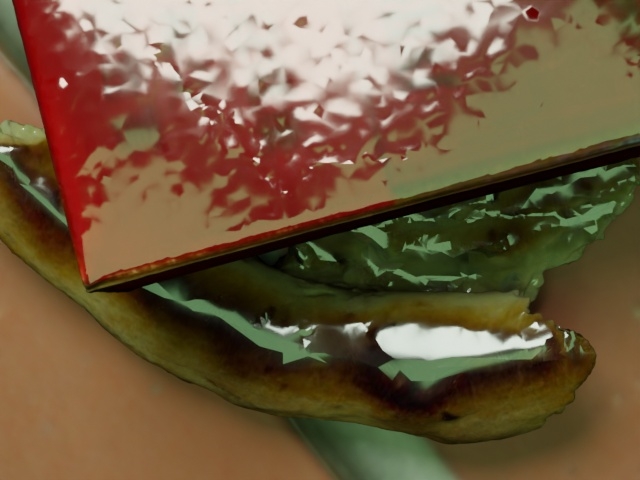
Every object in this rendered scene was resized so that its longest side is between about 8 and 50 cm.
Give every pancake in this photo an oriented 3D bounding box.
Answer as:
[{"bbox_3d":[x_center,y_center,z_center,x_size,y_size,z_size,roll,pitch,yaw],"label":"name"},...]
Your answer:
[{"bbox_3d":[0.000,0.000,0.707,0.257,0.056,0.212,-24,94,12],"label":"pancake"}]

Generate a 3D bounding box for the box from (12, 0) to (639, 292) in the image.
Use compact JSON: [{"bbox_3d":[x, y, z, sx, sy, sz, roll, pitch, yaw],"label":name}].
[{"bbox_3d":[0.047,-0.114,0.633,0.313,0.089,0.197,-14,87,6],"label":"box"}]
